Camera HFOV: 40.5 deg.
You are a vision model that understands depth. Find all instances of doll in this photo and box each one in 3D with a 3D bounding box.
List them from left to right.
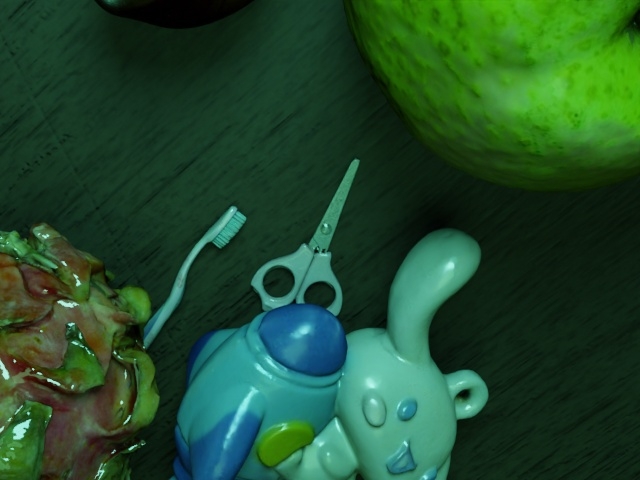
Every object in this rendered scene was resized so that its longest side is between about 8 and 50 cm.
[{"bbox_3d":[-0.007,0.185,0.872,0.365,0.187,0.376,-6,96,-5],"label":"doll"}]

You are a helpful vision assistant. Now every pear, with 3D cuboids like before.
[{"bbox_3d":[0.186,-0.207,0.631,0.390,0.391,0.391,0,111,-1],"label":"pear"}]

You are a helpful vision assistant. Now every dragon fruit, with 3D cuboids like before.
[{"bbox_3d":[-0.268,0.129,0.807,0.296,0.314,0.263,41,89,-23],"label":"dragon fruit"}]

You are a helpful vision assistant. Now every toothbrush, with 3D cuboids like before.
[{"bbox_3d":[-0.164,0.069,0.914,0.027,0.021,0.269,37,107,-8],"label":"toothbrush"}]

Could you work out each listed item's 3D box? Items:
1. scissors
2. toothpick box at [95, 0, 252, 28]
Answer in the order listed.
[{"bbox_3d":[0.000,0.000,0.895,0.100,0.015,0.189,21,107,-10],"label":"scissors"},{"bbox_3d":[-0.139,-0.311,0.666,0.192,0.192,0.294,-25,117,8],"label":"toothpick box"}]
